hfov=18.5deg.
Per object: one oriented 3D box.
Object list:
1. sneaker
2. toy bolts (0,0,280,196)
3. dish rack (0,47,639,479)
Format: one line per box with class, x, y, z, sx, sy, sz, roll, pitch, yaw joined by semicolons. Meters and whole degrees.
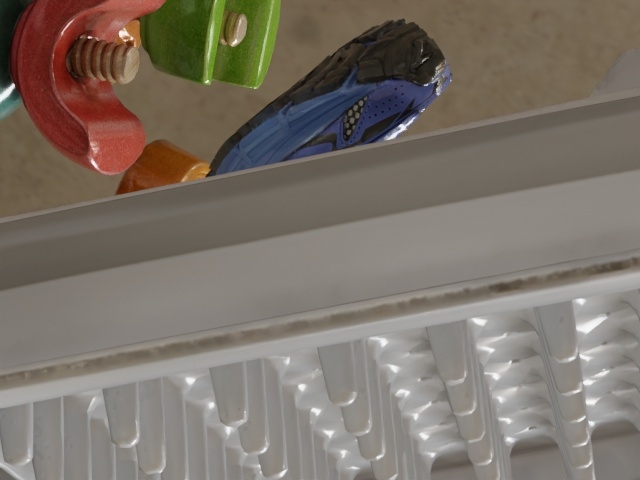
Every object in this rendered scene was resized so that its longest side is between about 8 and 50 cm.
sneaker;0.000;0.000;0.748;0.083;0.087;0.221;-45;173;-40
toy bolts;-0.143;-0.072;0.986;0.228;0.158;0.218;3;99;-73
dish rack;0.004;0.038;0.508;0.333;0.072;0.285;-10;158;6
